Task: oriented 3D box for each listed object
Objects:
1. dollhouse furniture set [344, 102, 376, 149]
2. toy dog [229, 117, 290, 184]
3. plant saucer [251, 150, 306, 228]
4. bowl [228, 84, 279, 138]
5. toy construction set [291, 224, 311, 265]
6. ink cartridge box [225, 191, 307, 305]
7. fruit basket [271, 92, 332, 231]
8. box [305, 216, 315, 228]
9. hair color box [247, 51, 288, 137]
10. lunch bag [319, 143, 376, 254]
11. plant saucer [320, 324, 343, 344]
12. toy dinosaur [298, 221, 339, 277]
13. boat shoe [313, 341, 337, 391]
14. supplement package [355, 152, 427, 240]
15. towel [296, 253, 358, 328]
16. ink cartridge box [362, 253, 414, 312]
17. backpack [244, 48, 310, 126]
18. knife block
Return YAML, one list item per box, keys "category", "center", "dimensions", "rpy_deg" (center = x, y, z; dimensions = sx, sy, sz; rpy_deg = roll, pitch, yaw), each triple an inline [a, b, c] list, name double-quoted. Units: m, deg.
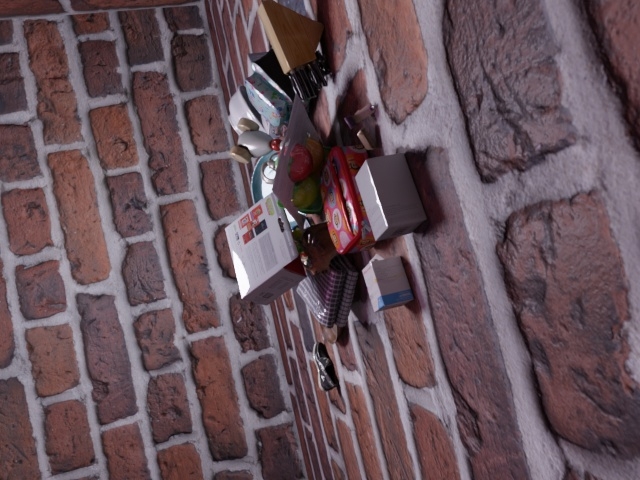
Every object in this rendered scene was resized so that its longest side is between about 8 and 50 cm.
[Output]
- category: "dollhouse furniture set"
  center: [0.140, -0.310, 1.389]
  dimensions: [0.081, 0.091, 0.114]
  rpy_deg: [-29, 97, 33]
- category: "toy dog"
  center: [-0.183, -0.339, 1.934]
  dimensions: [0.334, 0.220, 0.161]
  rpy_deg: [38, -175, 29]
- category: "plant saucer"
  center: [-0.147, -0.201, 2.040]
  dimensions: [0.318, 0.044, 0.317]
  rpy_deg: [8, 103, 38]
- category: "bowl"
  center: [-0.329, -0.556, 2.377]
  dimensions: [0.297, 0.134, 0.298]
  rpy_deg: [52, -166, -19]
- category: "toy construction set"
  center: [-0.088, 0.048, 2.016]
  dimensions: [0.214, 0.151, 0.328]
  rpy_deg: [-69, -13, 10]
- category: "ink cartridge box"
  center: [-0.172, 0.022, 1.803]
  dimensions: [0.272, 0.130, 0.309]
  rpy_deg: [-36, 54, 24]
- category: "fruit basket"
  center: [-0.075, -0.234, 1.648]
  dimensions: [0.353, 0.166, 0.326]
  rpy_deg: [45, -126, -63]
- category: "box"
  center: [-0.032, -0.025, 2.184]
  dimensions: [0.137, 0.027, 0.093]
  rpy_deg: [-119, 22, -47]
- category: "hair color box"
  center: [-0.220, -0.637, 2.242]
  dimensions: [0.185, 0.114, 0.374]
  rpy_deg: [97, 157, -50]
- category: "lunch bag"
  center: [0.097, -0.123, 1.496]
  dimensions: [0.258, 0.120, 0.292]
  rpy_deg: [126, 133, -64]
- category: "plant saucer"
  center: [0.033, 0.273, 2.136]
  dimensions: [0.310, 0.050, 0.310]
  rpy_deg: [167, 90, -75]
- category: "toy dinosaur"
  center: [0.000, 0.000, 1.753]
  dimensions: [0.296, 0.201, 0.127]
  rpy_deg: [-136, 36, -62]
- category: "boat shoe"
  center: [0.026, 0.574, 2.378]
  dimensions: [0.079, 0.084, 0.233]
  rpy_deg: [-36, 52, 32]
- category: "supplement package"
  center: [0.168, -0.106, 1.256]
  dimensions: [0.105, 0.105, 0.179]
  rpy_deg: [121, 135, -69]
- category: "towel"
  center: [0.019, 0.150, 1.869]
  dimensions: [0.283, 0.122, 0.234]
  rpy_deg: [-133, 47, -58]
- category: "ink cartridge box"
  center: [0.179, 0.110, 1.406]
  dimensions: [0.092, 0.090, 0.143]
  rpy_deg: [122, 136, -68]
- category: "backpack"
  center: [-0.147, -0.528, 1.865]
  dimensions: [0.225, 0.191, 0.253]
  rpy_deg: [46, 175, 9]
- category: "knife block"
  center: [-0.095, -0.579, 1.617]
  dimensions: [0.241, 0.276, 0.088]
  rpy_deg: [-71, 18, 0]
